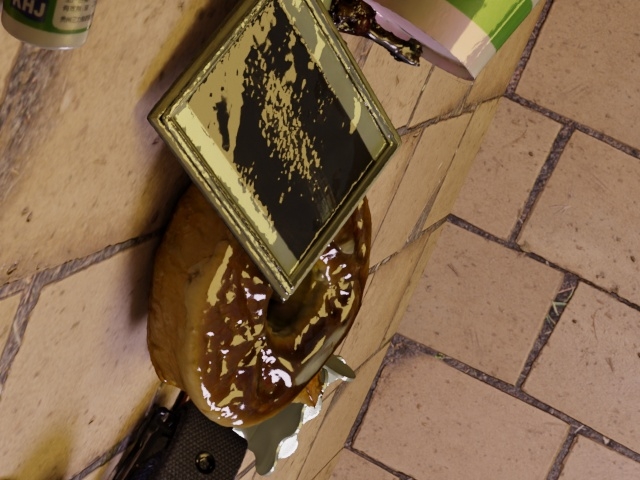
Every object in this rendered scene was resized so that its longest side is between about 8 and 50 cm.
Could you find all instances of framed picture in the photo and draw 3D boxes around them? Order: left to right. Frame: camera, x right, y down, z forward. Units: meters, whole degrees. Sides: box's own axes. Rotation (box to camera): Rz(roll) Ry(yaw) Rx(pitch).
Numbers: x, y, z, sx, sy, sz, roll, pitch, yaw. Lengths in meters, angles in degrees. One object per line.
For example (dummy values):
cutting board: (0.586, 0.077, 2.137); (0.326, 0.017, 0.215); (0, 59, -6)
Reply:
framed picture: (-0.030, -0.107, 1.436); (0.231, 0.018, 0.293); (-54, 137, -19)

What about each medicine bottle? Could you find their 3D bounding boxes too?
medicine bottle: (-0.167, -0.230, 0.930); (0.092, 0.061, 0.220); (-16, 134, -49)

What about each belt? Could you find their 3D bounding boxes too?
belt: (-0.199, 0.314, 1.824); (0.230, 0.126, 0.140); (-59, -165, -21)

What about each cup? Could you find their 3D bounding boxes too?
cup: (0.187, -0.357, 1.788); (0.274, 0.253, 0.253); (-56, 168, -1)

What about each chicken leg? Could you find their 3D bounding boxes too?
chicken leg: (0.041, -0.252, 1.654); (0.051, 0.106, 0.253); (-59, 154, 9)

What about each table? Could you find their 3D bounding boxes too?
table: (-0.066, 0.238, 2.179); (0.198, 0.166, 0.166); (-59, 170, 16)

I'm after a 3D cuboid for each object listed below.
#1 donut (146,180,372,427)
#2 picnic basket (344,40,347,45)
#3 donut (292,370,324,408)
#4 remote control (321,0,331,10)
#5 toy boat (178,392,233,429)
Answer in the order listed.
donut: (-0.069, 0.034, 1.608); (0.330, 0.160, 0.330); (-30, 137, -33)
picnic basket: (-0.028, -0.157, 1.706); (0.110, 0.055, 0.193); (-40, 152, -63)
donut: (-0.041, 0.076, 1.929); (0.152, 0.101, 0.259); (68, 27, -54)
remote control: (0.012, -0.309, 1.471); (0.061, 0.029, 0.162); (-66, 170, -71)
toy boat: (-0.187, 0.305, 1.995); (0.392, 0.079, 0.136); (-68, 166, 7)
